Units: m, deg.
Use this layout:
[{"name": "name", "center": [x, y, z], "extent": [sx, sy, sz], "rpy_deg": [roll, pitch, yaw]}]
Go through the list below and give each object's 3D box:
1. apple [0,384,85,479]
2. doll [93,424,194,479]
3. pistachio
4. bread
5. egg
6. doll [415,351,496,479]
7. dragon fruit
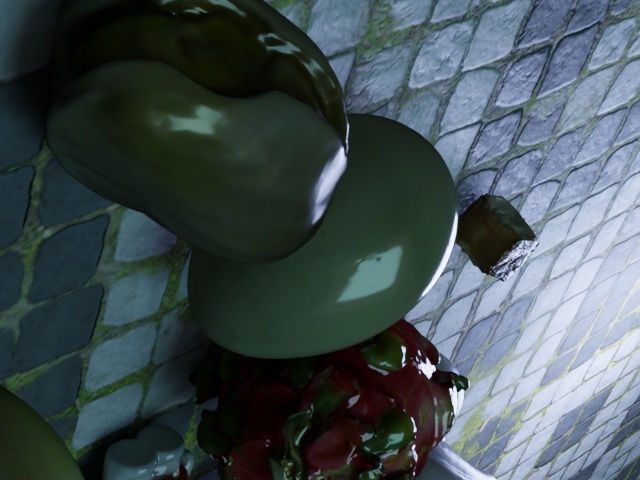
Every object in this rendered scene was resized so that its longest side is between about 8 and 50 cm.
[{"name": "apple", "center": [-0.309, 0.217, 0.934], "extent": [0.319, 0.319, 0.277], "rpy_deg": [-45, 125, -4]}, {"name": "doll", "center": [-0.190, 0.324, 1.445], "extent": [0.161, 0.130, 0.290], "rpy_deg": [-26, 134, -47]}, {"name": "pistachio", "center": [-0.087, -0.085, 1.009], "extent": [0.197, 0.166, 0.288], "rpy_deg": [-18, 147, 24]}, {"name": "bread", "center": [0.203, -0.004, 1.627], "extent": [0.070, 0.083, 0.076], "rpy_deg": [-47, 152, 21]}, {"name": "egg", "center": [0.000, 0.000, 1.210], "extent": [0.253, 0.188, 0.188], "rpy_deg": [-33, 153, -5]}, {"name": "doll", "center": [0.111, 0.237, 1.689], "extent": [0.221, 0.251, 0.221], "rpy_deg": [-51, -166, 18]}, {"name": "dragon fruit", "center": [0.002, 0.162, 1.384], "extent": [0.237, 0.231, 0.303], "rpy_deg": [-47, -164, 2]}]
